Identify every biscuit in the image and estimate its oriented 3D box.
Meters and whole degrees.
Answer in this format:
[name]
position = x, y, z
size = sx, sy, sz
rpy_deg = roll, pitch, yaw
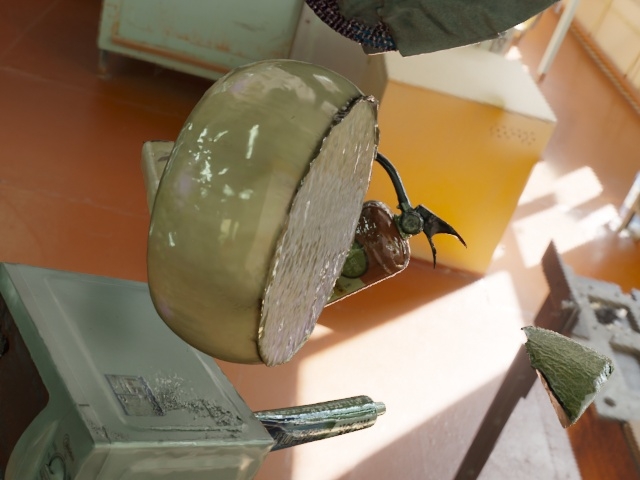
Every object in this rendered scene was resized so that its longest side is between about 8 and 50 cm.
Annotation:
[biscuit]
position = -0.195, -0.077, 1.008
size = 0.056, 0.052, 0.188
rpy_deg = 6, 24, -21

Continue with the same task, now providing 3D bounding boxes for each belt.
[belt]
position = 0.118, -0.317, 0.806
size = 0.324, 0.260, 0.122
rpy_deg = -5, 51, 28

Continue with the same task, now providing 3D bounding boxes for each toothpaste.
[toothpaste]
position = -0.017, 0.314, 1.373
size = 0.392, 0.099, 0.061
rpy_deg = 1, 30, -45

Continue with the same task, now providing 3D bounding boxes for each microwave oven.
[microwave oven]
position = -0.233, 0.185, 0.845
size = 0.237, 0.181, 0.295
rpy_deg = 14, 21, -44

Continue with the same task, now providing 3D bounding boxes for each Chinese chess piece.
[Chinese chess piece]
position = -0.041, -0.023, 0.704
size = 0.112, 0.270, 0.270
rpy_deg = 20, 30, 15

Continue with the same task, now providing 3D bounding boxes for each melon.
[melon]
position = 0.402, 0.212, 1.280
size = 0.139, 0.093, 0.203
rpy_deg = -13, 46, -4

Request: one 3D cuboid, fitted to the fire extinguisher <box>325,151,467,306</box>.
[fire extinguisher]
position = 0.000, 0.006, 1.143
size = 0.375, 0.200, 0.113
rpy_deg = -25, 20, 14
